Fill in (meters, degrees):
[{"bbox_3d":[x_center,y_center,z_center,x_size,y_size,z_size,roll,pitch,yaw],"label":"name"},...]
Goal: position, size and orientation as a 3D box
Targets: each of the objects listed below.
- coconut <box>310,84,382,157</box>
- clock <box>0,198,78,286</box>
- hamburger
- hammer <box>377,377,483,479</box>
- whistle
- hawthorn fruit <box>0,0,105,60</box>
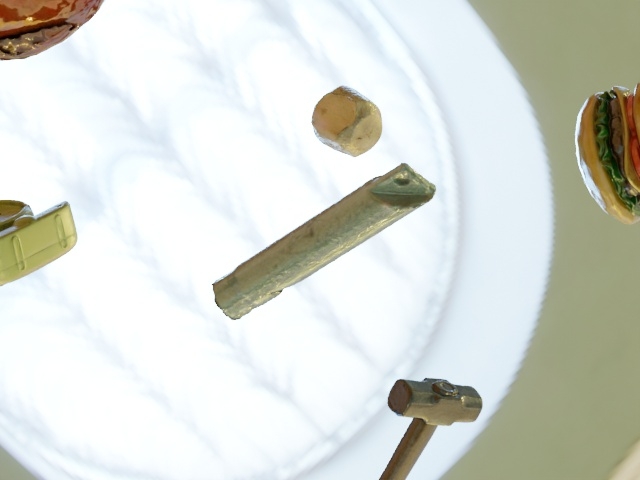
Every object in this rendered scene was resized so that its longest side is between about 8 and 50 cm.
[{"bbox_3d":[0.035,-0.197,2.756,0.124,0.110,0.110,31,-108,36],"label":"coconut"},{"bbox_3d":[-0.431,0.001,2.119,0.232,0.069,0.170,2,-158,34],"label":"clock"},{"bbox_3d":[0.351,-0.098,1.883,0.115,0.162,0.162,-17,-147,30],"label":"hamburger"},{"bbox_3d":[0.068,0.317,2.059,0.365,0.111,0.043,-63,-142,24],"label":"hammer"},{"bbox_3d":[0.000,0.000,2.006,0.312,0.062,0.062,-33,-155,30],"label":"whistle"},{"bbox_3d":[-0.316,-0.303,1.515,0.276,0.276,0.307,-49,-148,-16],"label":"hawthorn fruit"}]
